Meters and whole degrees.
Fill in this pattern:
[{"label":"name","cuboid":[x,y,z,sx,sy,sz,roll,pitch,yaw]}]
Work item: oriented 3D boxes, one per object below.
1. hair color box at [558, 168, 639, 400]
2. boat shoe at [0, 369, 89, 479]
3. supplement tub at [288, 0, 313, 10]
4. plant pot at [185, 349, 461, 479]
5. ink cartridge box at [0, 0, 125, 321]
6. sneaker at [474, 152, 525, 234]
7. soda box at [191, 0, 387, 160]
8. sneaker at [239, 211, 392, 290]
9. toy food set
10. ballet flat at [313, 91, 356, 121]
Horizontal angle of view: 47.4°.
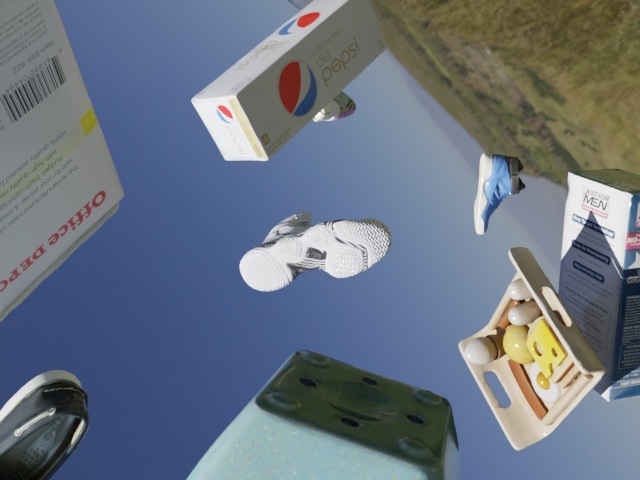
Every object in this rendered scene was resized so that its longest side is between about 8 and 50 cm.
[{"label":"hair color box","cuboid":[0.486,0.068,1.208,0.174,0.105,0.346,-131,38,-67]},{"label":"boat shoe","cuboid":[-0.420,0.308,0.957,0.114,0.302,0.091,34,-175,-40]},{"label":"supplement tub","cuboid":[-0.026,-0.507,1.116,0.194,0.194,0.316,32,-155,-50]},{"label":"plant pot","cuboid":[0.002,0.242,0.610,0.247,0.252,0.248,18,-167,10]},{"label":"ink cartridge box","cuboid":[-0.418,-0.110,0.853,0.161,0.279,0.384,29,150,20]},{"label":"sneaker","cuboid":[0.326,-0.081,1.318,0.058,0.085,0.152,-75,-12,-72]},{"label":"soda box","cuboid":[-0.025,-0.170,0.738,0.069,0.216,0.073,7,135,44]},{"label":"sneaker","cuboid":[0.000,0.000,1.725,0.210,0.366,0.137,-62,-47,-63]},{"label":"toy food set","cuboid":[0.319,0.182,1.176,0.306,0.093,0.219,98,153,-54]},{"label":"ballet flat","cuboid":[-0.023,-0.290,1.486,0.222,0.077,0.079,24,-140,-26]}]
